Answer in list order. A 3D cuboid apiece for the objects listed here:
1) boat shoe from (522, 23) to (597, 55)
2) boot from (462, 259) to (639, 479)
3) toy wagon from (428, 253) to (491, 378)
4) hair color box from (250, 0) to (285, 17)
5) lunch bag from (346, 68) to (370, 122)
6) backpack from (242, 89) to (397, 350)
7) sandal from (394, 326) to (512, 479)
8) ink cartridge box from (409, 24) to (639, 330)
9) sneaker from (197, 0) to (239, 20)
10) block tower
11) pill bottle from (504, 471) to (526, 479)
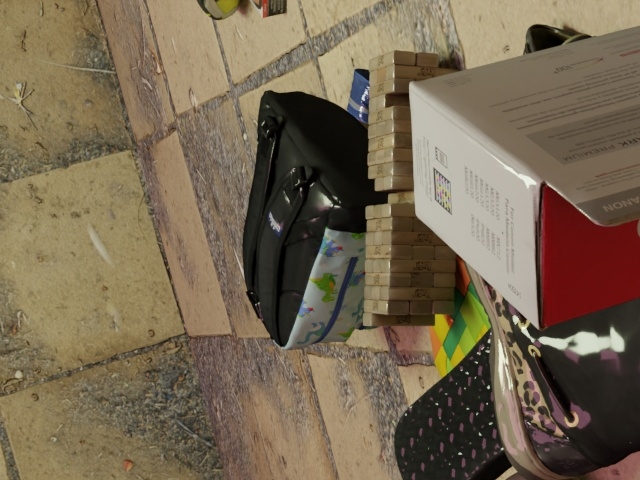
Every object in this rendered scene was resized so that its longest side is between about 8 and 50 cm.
[{"bbox_3d":[0.254,-0.166,1.420,0.223,0.080,0.073,-136,29,-65],"label":"boat shoe"},{"bbox_3d":[0.273,0.033,1.365,0.284,0.138,0.377,-20,73,54],"label":"boot"},{"bbox_3d":[0.218,0.105,1.772,0.344,0.068,0.267,104,146,-57],"label":"toy wagon"},{"bbox_3d":[-0.101,-0.428,2.327,0.141,0.043,0.072,-123,26,-42],"label":"hair color box"},{"bbox_3d":[0.087,-0.182,1.889,0.067,0.098,0.065,-130,48,-56],"label":"lunch bag"},{"bbox_3d":[0.000,0.000,2.103,0.290,0.273,0.355,55,132,41],"label":"backpack"},{"bbox_3d":[0.240,0.166,1.614,0.446,0.107,0.167,-41,58,49],"label":"sandal"},{"bbox_3d":[0.265,-0.054,1.103,0.272,0.310,0.130,-131,31,-55],"label":"ink cartridge box"},{"bbox_3d":[-0.182,-0.509,2.375,0.145,0.147,0.384,60,176,31],"label":"sneaker"},{"bbox_3d":[0.112,-0.060,1.783,0.097,0.091,0.335,178,94,-73],"label":"block tower"},{"bbox_3d":[0.289,0.373,1.702,0.117,0.117,0.215,106,144,-59],"label":"pill bottle"}]
